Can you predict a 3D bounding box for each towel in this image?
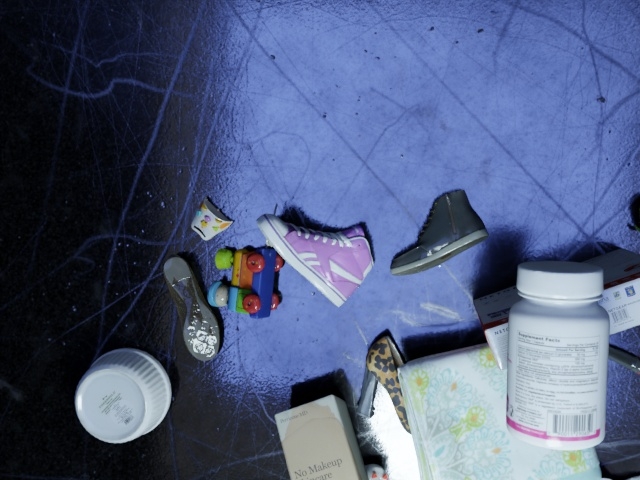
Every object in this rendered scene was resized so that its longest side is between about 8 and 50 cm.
[{"bbox_3d":[0.362,0.371,1.536,0.374,0.090,0.321,-12,84,-6],"label":"towel"}]

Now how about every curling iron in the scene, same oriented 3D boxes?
[{"bbox_3d":[0.675,0.252,1.571,0.273,0.035,0.068,18,93,4],"label":"curling iron"}]

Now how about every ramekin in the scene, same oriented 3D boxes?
[{"bbox_3d":[-0.450,0.354,1.685,0.207,0.109,0.207,1,95,7],"label":"ramekin"}]

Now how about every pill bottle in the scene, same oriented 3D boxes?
[{"bbox_3d":[0.390,0.182,1.233,0.160,0.160,0.283,1,96,7],"label":"pill bottle"}]

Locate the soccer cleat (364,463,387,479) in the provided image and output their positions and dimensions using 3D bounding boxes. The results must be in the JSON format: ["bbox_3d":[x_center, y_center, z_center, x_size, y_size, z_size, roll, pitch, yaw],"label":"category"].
[{"bbox_3d":[0.103,0.588,1.634,0.068,0.076,0.196,17,76,-20],"label":"soccer cleat"}]

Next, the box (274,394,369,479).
[{"bbox_3d":[0.020,0.498,1.573,0.147,0.121,0.311,-22,67,7],"label":"box"}]

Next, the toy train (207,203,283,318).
[{"bbox_3d":[-0.165,0.038,1.634,0.143,0.105,0.248,6,92,24],"label":"toy train"}]

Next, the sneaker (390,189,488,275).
[{"bbox_3d":[0.234,-0.012,1.590,0.222,0.083,0.118,-27,73,16],"label":"sneaker"}]

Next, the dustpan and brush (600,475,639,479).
[{"bbox_3d":[0.604,0.540,1.587,0.211,0.060,0.147,-9,130,1],"label":"dustpan and brush"}]

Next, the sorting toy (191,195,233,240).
[{"bbox_3d":[-0.251,-0.040,1.662,0.083,0.045,0.075,43,118,2],"label":"sorting toy"}]

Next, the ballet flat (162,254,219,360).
[{"bbox_3d":[-0.292,0.149,1.678,0.084,0.058,0.250,-23,99,-13],"label":"ballet flat"}]

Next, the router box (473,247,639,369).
[{"bbox_3d":[0.475,0.124,1.450,0.335,0.301,0.082,-21,93,8],"label":"router box"}]

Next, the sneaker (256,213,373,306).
[{"bbox_3d":[0.000,0.000,1.567,0.161,0.102,0.282,-46,124,3],"label":"sneaker"}]

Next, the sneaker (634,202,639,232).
[{"bbox_3d":[0.759,-0.056,1.522,0.234,0.084,0.097,-5,119,9],"label":"sneaker"}]

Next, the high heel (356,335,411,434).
[{"bbox_3d":[0.214,0.318,1.604,0.261,0.093,0.186,14,101,13],"label":"high heel"}]
